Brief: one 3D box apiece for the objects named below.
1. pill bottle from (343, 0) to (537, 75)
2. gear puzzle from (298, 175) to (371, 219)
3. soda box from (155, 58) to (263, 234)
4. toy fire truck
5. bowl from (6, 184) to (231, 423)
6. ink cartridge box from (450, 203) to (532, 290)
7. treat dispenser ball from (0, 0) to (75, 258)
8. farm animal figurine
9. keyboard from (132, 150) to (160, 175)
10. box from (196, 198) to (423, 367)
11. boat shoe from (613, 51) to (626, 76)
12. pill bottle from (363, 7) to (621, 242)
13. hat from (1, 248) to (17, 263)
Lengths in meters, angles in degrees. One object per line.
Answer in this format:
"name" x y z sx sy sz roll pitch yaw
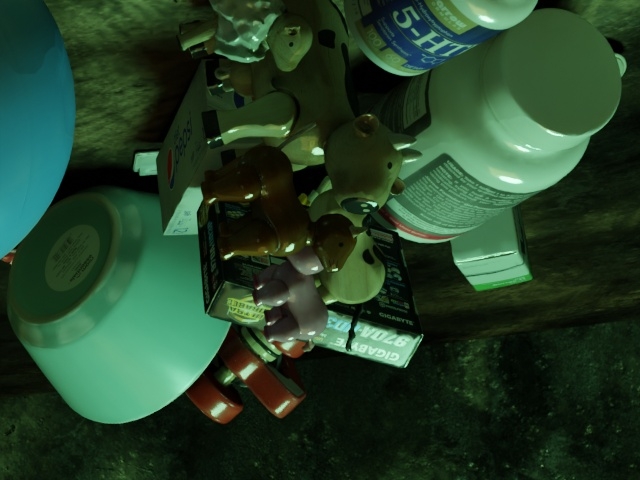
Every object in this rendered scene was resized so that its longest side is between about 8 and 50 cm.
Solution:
"pill bottle" 0.115 -0.216 1.292 0.112 0.112 0.186 2 164 -36
"gear puzzle" 0.000 0.000 2.070 0.044 0.175 0.339 33 177 18
"soda box" -0.108 -0.096 1.690 0.091 0.098 0.286 -2 162 -16
"toy fire truck" -0.127 0.107 2.139 0.169 0.302 0.254 -44 176 8
"bowl" -0.270 0.055 1.955 0.311 0.311 0.163 -15 145 32
"ink cartridge box" 0.219 -0.028 2.078 0.087 0.153 0.208 -10 168 11
"treat dispenser ball" -0.326 -0.099 1.159 0.288 0.288 0.288 -7 167 -2
"farm animal figurine" -0.002 -0.081 1.367 0.172 0.327 0.330 -15 169 4
"keyboard" -0.097 -0.104 1.899 0.256 0.014 0.072 -5 162 -11
"box" -0.013 0.032 1.601 0.220 0.175 0.051 16 123 -19
"boat shoe" 0.285 -0.189 1.672 0.125 0.038 0.046 1 124 -54
"pill bottle" 0.166 -0.118 1.604 0.176 0.176 0.318 -2 166 -23
"hat" -0.345 0.011 2.201 0.173 0.183 0.208 3 -139 39
